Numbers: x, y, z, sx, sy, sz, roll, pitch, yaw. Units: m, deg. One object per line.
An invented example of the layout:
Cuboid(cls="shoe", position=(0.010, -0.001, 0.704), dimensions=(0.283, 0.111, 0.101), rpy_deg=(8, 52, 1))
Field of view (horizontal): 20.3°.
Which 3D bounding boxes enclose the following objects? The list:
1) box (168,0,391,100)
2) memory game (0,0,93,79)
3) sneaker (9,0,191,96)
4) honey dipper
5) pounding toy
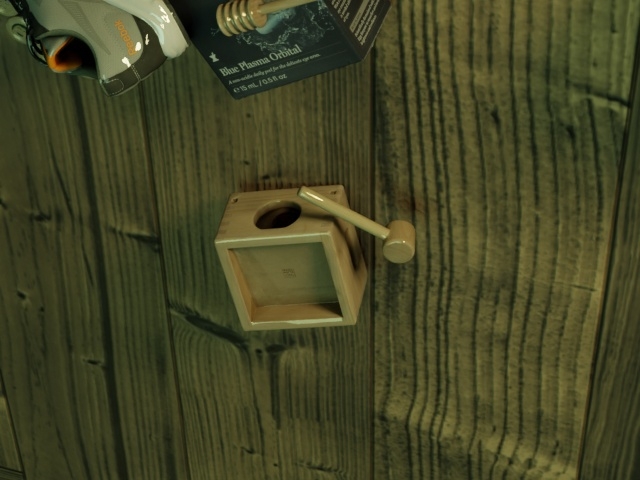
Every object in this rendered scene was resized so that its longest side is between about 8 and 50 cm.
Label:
Cuboid(cls="box", position=(-0.048, -0.229, 1.633), dimensions=(0.156, 0.093, 0.158), rpy_deg=(-14, 126, 35))
Cuboid(cls="memory game", position=(-0.248, -0.233, 1.782), dimensions=(0.186, 0.012, 0.186), rpy_deg=(13, 138, 12))
Cuboid(cls="sneaker", position=(-0.247, -0.218, 1.661), dimensions=(0.271, 0.108, 0.100), rpy_deg=(30, 159, 35))
Cuboid(cls="honey dipper", position=(-0.016, -0.209, 1.550), dimensions=(0.161, 0.030, 0.030), rpy_deg=(-11, 129, 27))
Cuboid(cls="pounding toy", position=(0.003, -0.008, 1.852), dimensions=(0.206, 0.094, 0.181), rpy_deg=(-4, 128, 16))
